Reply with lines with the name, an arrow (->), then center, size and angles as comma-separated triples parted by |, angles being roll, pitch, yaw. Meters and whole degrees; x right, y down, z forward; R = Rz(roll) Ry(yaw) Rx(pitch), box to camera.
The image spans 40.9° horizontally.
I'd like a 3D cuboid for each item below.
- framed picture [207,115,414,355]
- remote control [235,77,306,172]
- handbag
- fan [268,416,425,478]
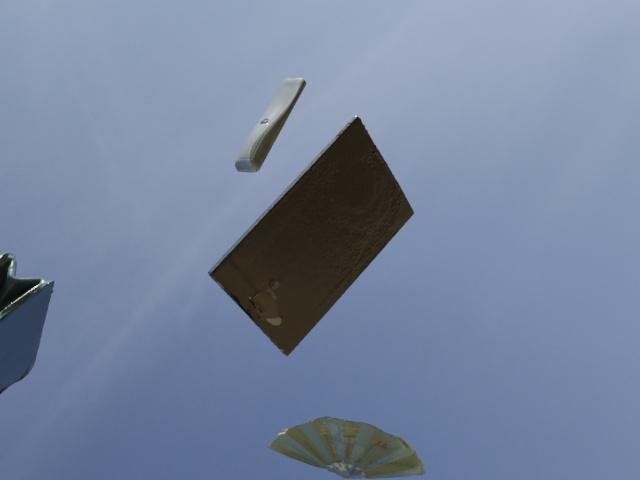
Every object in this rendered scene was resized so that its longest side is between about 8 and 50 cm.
framed picture -> 0.000, 0.000, 1.323 | 0.324, 0.013, 0.244 | -47, -45, -11
remote control -> -0.080, -0.185, 1.342 | 0.027, 0.050, 0.184 | 50, -122, -43
handbag -> -0.389, 0.132, 0.948 | 0.062, 0.229, 0.179 | 37, -133, 5
fan -> 0.039, 0.312, 1.274 | 0.009, 0.240, 0.131 | -73, -12, -55
